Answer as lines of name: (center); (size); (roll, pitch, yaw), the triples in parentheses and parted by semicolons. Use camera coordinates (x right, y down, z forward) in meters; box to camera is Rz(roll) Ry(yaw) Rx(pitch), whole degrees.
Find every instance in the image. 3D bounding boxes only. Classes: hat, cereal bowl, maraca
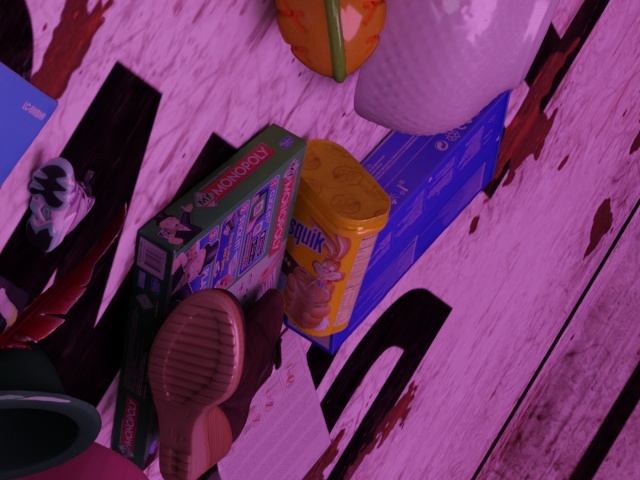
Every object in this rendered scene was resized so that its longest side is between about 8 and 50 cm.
hat: (-0.271, 0.084, 1.620); (0.208, 0.184, 0.173); (3, 150, -29)
cereal bowl: (0.161, -0.249, 1.931); (0.339, 0.141, 0.339); (23, 90, -84)
maraca: (0.007, -0.225, 1.745); (0.127, 0.099, 0.186); (-102, -176, -46)

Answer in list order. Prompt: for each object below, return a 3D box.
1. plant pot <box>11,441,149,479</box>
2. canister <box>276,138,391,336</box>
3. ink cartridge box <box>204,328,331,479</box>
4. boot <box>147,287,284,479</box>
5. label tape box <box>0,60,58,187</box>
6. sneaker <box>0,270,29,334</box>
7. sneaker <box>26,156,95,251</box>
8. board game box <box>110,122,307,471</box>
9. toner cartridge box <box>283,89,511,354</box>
plant pot: (-0.242, 0.277, 1.759); (0.201, 0.201, 0.180); (85, 24, -60)
canister: (0.000, 0.000, 2.030); (0.073, 0.126, 0.170); (-17, 141, -34)
ink cartridge box: (-0.076, 0.222, 2.325); (0.181, 0.056, 0.225); (-48, 140, -30)
boot: (-0.091, 0.099, 1.917); (0.207, 0.090, 0.248); (-55, 164, -50)
label tape box: (-0.329, 0.003, 1.219); (0.334, 0.106, 0.240); (-59, 162, -3)
sneaker: (-0.277, 0.050, 1.444); (0.097, 0.084, 0.235); (-50, 166, -6)
sneaker: (-0.203, -0.042, 1.590); (0.069, 0.038, 0.098); (-44, 165, -43)
board game box: (-0.113, 0.060, 1.955); (0.213, 0.046, 0.317); (-43, 155, -41)
toner cartridge box: (0.090, -0.041, 2.275); (0.348, 0.075, 0.165); (-46, 158, -33)
